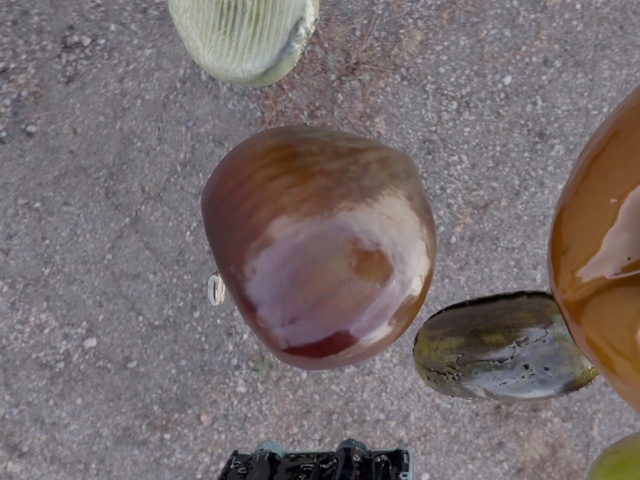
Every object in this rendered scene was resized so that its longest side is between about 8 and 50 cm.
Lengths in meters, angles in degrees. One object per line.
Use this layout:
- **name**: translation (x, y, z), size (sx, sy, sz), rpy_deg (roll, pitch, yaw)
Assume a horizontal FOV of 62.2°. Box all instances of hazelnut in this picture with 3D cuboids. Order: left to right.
- **hazelnut**: translation (0.000, 0.000, 0.856), size (0.359, 0.409, 0.359), rpy_deg (-18, 149, -12)

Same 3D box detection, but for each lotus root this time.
- **lotus root**: translation (-0.245, 0.109, 1.247), size (0.030, 0.037, 0.083), rpy_deg (13, 107, 24)
- **lotus root**: translation (0.343, 0.199, 0.978), size (0.397, 0.196, 0.179), rpy_deg (-20, 125, 44)

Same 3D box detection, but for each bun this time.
- **bun**: translation (-0.100, -0.322, 0.732), size (0.221, 0.134, 0.220), rpy_deg (8, 115, 18)

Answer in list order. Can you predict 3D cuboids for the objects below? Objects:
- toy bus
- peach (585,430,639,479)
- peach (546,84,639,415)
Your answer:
- **toy bus**: translation (-0.003, 0.383, 0.740), size (0.276, 0.133, 0.164), rpy_deg (-6, 105, 14)
- **peach**: translation (0.613, 0.455, 0.862), size (0.316, 0.314, 0.281), rpy_deg (-14, 84, -18)
- **peach**: translation (0.366, 0.012, 0.395), size (0.302, 0.343, 0.342), rpy_deg (8, 112, -32)
